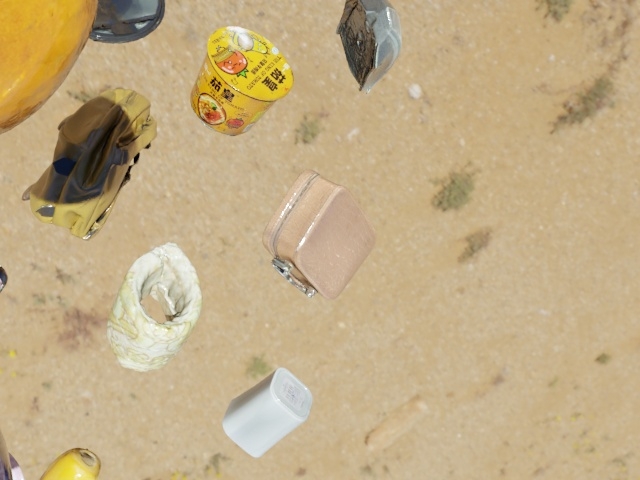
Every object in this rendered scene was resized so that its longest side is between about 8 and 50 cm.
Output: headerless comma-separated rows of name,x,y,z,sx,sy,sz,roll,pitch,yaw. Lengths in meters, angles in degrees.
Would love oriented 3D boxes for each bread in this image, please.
bread,-0.289,0.275,0.955,0.049,0.062,0.103,40,96,-12

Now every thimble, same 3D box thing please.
thimble,-0.275,0.109,1.435,0.137,0.191,0.143,12,141,-18

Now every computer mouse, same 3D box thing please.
computer mouse,0.088,-0.332,1.436,0.071,0.126,0.231,-20,170,-13

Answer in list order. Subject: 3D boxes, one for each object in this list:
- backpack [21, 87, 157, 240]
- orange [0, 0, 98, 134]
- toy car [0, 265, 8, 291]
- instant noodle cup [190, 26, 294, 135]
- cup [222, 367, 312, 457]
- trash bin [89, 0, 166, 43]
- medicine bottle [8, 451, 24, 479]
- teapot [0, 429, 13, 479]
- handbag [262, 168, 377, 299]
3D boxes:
backpack,-0.531,-0.193,2.035,0.201,0.378,0.353,32,122,-9
orange,-0.320,-0.207,0.691,0.283,0.226,0.284,-25,146,-18
toy car,-0.680,0.109,1.740,0.069,0.055,0.142,44,67,-49
instant noodle cup,-0.193,-0.355,1.990,0.215,0.216,0.172,3,147,-34
cup,-0.086,0.283,1.480,0.095,0.128,0.129,45,118,-12
trash bin,-0.370,-0.524,1.543,0.217,0.263,0.277,-14,148,25
medicine bottle,-0.607,0.387,1.137,0.426,0.108,0.108,-9,135,-47
teapot,-0.378,0.224,0.654,0.252,0.280,0.424,19,122,3
handbag,0.000,0.000,1.254,0.151,0.072,0.193,-57,152,-9
